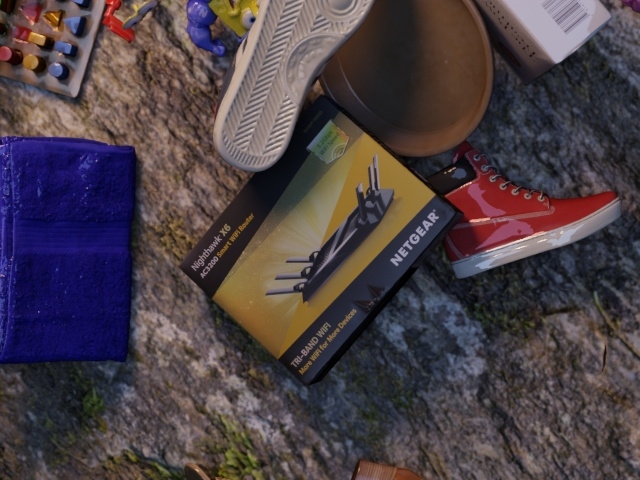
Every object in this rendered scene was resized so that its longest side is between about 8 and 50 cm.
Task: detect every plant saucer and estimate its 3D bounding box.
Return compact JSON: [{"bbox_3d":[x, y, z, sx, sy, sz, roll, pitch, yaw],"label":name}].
[{"bbox_3d":[0.110,-0.244,1.794,0.277,0.041,0.278,17,122,29],"label":"plant saucer"}]

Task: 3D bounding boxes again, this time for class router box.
[{"bbox_3d":[0.000,0.000,1.828,0.243,0.081,0.309,41,99,11],"label":"router box"}]

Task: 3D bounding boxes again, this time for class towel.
[{"bbox_3d":[-0.351,0.016,1.833,0.227,0.076,0.308,0,95,-31],"label":"towel"}]

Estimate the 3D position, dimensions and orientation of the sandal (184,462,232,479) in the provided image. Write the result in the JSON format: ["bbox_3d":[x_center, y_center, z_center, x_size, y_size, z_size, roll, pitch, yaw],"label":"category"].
[{"bbox_3d":[-0.095,0.386,1.898,0.079,0.088,0.240,-36,98,-27],"label":"sandal"}]

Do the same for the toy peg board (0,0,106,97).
[{"bbox_3d":[-0.391,-0.295,1.866,0.160,0.079,0.161,18,94,2],"label":"toy peg board"}]

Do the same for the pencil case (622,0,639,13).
[{"bbox_3d":[0.413,-0.495,1.777,0.160,0.167,0.386,-20,92,39],"label":"pencil case"}]

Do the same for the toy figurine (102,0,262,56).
[{"bbox_3d":[-0.097,-0.373,1.829,0.217,0.191,0.362,35,110,-32],"label":"toy figurine"}]

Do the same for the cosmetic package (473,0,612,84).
[{"bbox_3d":[0.191,-0.377,1.728,0.097,0.284,0.377,-40,90,4],"label":"cosmetic package"}]

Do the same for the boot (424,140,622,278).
[{"bbox_3d":[0.270,-0.068,1.840,0.244,0.088,0.176,-18,90,7],"label":"boot"}]

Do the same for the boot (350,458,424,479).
[{"bbox_3d":[0.094,0.411,1.879,0.152,0.073,0.197,20,96,-2],"label":"boot"}]

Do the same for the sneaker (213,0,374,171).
[{"bbox_3d":[-0.041,-0.262,1.765,0.131,0.148,0.350,30,98,-16],"label":"sneaker"}]
